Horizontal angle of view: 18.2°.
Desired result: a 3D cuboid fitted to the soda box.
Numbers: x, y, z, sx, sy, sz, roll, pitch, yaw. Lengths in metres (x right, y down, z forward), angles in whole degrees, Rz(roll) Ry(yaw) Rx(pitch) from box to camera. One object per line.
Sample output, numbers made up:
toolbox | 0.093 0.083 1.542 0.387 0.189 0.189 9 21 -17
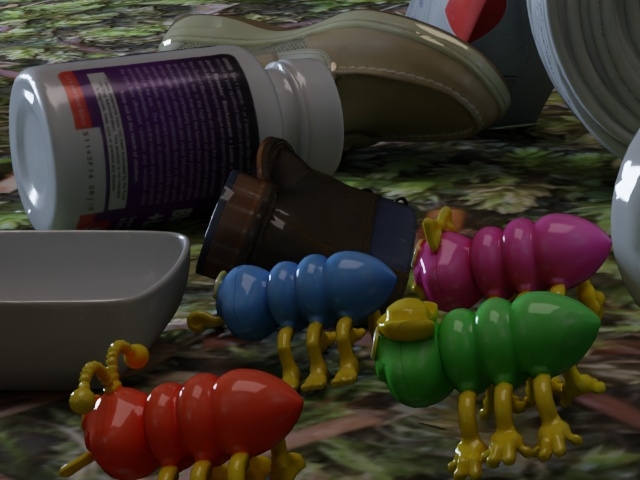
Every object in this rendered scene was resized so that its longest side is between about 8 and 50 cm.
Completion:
soda box | 0.140 -0.195 1.415 0.098 0.286 0.091 -7 59 -20

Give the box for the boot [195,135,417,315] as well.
boot | 0.000 0.000 1.101 0.106 0.082 0.219 20 12 3

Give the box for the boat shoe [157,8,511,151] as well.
boat shoe | -0.006 -0.096 1.412 0.302 0.109 0.098 8 57 36

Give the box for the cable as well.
cable | 0.258 -0.163 1.267 0.257 0.257 0.089 -42 16 2

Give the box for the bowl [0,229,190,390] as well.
bowl | -0.136 0.035 0.977 0.142 0.053 0.142 -1 14 9

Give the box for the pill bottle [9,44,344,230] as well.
pill bottle | -0.089 -0.066 1.253 0.193 0.108 0.108 -9 15 -22

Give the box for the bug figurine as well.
bug figurine | 0.017 0.041 0.842 0.216 0.072 0.279 -11 11 14

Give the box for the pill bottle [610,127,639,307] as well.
pill bottle | 0.235 0.019 0.708 0.181 0.181 0.323 -8 15 -20
